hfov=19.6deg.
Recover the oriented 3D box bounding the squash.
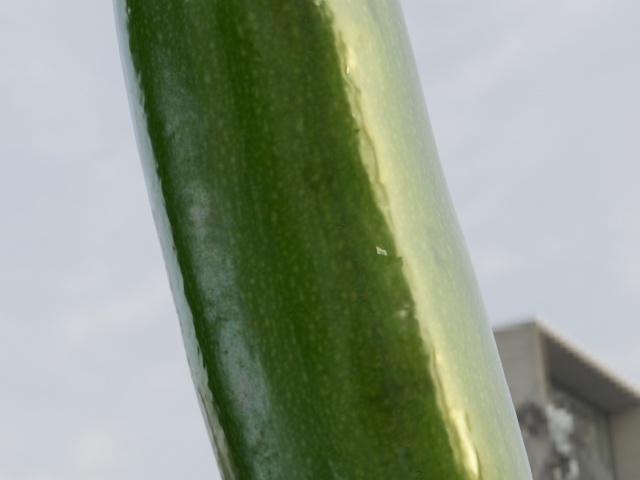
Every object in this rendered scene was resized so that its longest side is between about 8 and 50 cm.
[{"bbox_3d":[-0.001,0.001,0.500,0.082,0.292,0.082,-15,-6,-2],"label":"squash"}]
